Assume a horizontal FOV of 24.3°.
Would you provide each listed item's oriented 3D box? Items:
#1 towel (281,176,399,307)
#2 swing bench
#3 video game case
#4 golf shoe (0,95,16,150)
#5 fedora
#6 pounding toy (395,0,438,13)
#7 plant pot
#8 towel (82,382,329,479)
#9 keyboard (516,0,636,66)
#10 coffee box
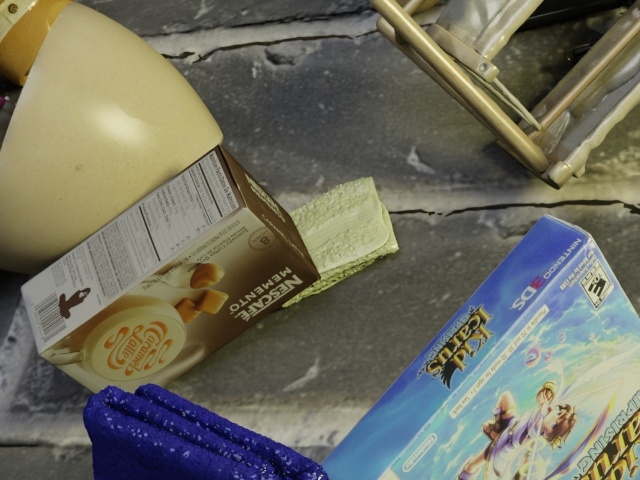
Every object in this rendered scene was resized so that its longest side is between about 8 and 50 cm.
[{"bbox_3d":[0.000,0.000,1.499,0.148,0.027,0.110,-27,48,6],"label":"towel"},{"bbox_3d":[0.224,-0.220,1.417,0.254,0.165,0.253,45,93,4],"label":"swing bench"},{"bbox_3d":[0.154,0.158,1.157,0.269,0.244,0.061,-47,41,-11],"label":"video game case"},{"bbox_3d":[-0.367,-0.047,1.574,0.115,0.306,0.140,1,66,-13],"label":"golf shoe"},{"bbox_3d":[-0.345,-0.248,1.795,0.079,0.194,0.194,41,77,4],"label":"fedora"},{"bbox_3d":[0.161,-0.369,1.596,0.154,0.269,0.155,-11,37,-35],"label":"pounding toy"},{"bbox_3d":[-0.209,-0.080,1.532,0.191,0.284,0.284,19,60,-3],"label":"plant pot"},{"bbox_3d":[-0.067,0.261,1.164,0.227,0.308,0.076,16,40,31],"label":"towel"},{"bbox_3d":[0.317,-0.258,1.533,0.317,0.033,0.201,-12,51,20],"label":"keyboard"},{"bbox_3d":[-0.145,0.041,1.443,0.246,0.141,0.098,-34,47,9],"label":"coffee box"}]
